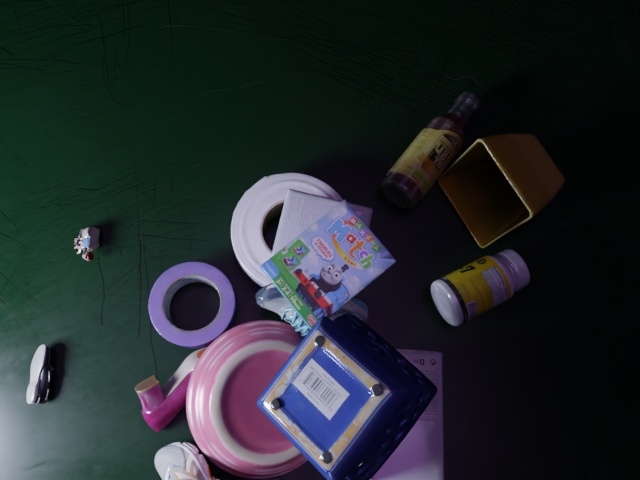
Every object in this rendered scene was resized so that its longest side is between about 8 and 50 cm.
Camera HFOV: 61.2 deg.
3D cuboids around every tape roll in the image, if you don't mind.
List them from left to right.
[{"bbox_3d":[-0.286,0.147,1.227,0.188,0.080,0.189,2,75,-6],"label":"tape roll"},{"bbox_3d":[-0.069,-0.014,1.282,0.286,0.100,0.286,1,75,-5],"label":"tape roll"}]

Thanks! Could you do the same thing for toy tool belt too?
[{"bbox_3d":[-0.547,0.009,1.261,0.051,0.052,0.083,-8,70,25],"label":"toy tool belt"}]

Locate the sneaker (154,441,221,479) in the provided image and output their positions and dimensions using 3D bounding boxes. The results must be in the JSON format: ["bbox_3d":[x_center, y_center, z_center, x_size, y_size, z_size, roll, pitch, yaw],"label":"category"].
[{"bbox_3d":[-0.271,0.485,1.056,0.121,0.262,0.099,-3,103,-45],"label":"sneaker"}]

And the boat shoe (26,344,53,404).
[{"bbox_3d":[-0.605,0.292,1.179,0.046,0.038,0.125,-16,65,34],"label":"boat shoe"}]

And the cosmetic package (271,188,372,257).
[{"bbox_3d":[0.000,0.000,1.153,0.183,0.151,0.152,13,76,-1],"label":"cosmetic package"}]

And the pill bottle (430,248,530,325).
[{"bbox_3d":[0.378,0.107,1.281,0.208,0.119,0.119,-25,78,-12],"label":"pill bottle"}]

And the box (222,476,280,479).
[{"bbox_3d":[-0.144,0.587,1.114,0.130,0.091,0.171,-2,75,-6],"label":"box"}]

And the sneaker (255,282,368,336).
[{"bbox_3d":[-0.009,0.167,1.175,0.283,0.110,0.122,18,56,-27],"label":"sneaker"}]

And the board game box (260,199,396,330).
[{"bbox_3d":[0.016,0.047,1.047,0.211,0.039,0.160,-39,84,-11],"label":"board game box"}]

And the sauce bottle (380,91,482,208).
[{"bbox_3d":[0.290,-0.237,1.370,0.111,0.111,0.344,37,76,5],"label":"sauce bottle"}]

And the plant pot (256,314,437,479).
[{"bbox_3d":[0.041,0.282,0.982,0.236,0.212,0.236,38,92,26],"label":"plant pot"}]

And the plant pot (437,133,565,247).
[{"bbox_3d":[0.455,-0.141,1.320,0.187,0.212,0.212,-26,78,-24],"label":"plant pot"}]

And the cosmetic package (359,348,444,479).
[{"bbox_3d":[0.166,0.421,1.136,0.155,0.197,0.366,5,73,-3],"label":"cosmetic package"}]

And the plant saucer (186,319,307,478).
[{"bbox_3d":[-0.114,0.337,1.150,0.332,0.084,0.332,3,80,-18],"label":"plant saucer"}]

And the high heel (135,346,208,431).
[{"bbox_3d":[-0.277,0.322,1.198,0.244,0.082,0.117,-26,115,-27],"label":"high heel"}]
